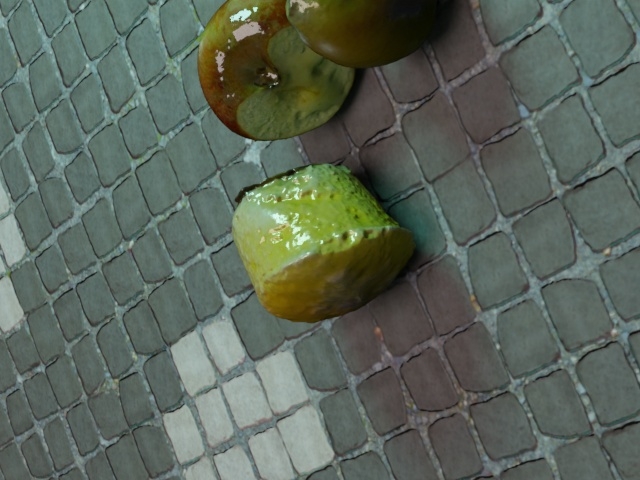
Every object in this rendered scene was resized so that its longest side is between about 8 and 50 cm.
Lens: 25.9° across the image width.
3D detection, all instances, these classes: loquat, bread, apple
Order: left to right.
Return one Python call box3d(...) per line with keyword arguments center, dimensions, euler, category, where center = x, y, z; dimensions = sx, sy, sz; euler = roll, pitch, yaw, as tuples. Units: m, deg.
box3d(center=(-0.060, -0.214, 1.642), dimensions=(0.160, 0.173, 0.195), euler=(40, 123, 29), category="apple")
box3d(center=(0.001, 0.003, 1.634), dimensions=(0.197, 0.197, 0.170), euler=(-54, 56, 39), category="bread")
box3d(center=(0.044, -0.262, 1.513), dimensions=(0.152, 0.195, 0.152), euler=(27, 122, 56), category="loquat")
